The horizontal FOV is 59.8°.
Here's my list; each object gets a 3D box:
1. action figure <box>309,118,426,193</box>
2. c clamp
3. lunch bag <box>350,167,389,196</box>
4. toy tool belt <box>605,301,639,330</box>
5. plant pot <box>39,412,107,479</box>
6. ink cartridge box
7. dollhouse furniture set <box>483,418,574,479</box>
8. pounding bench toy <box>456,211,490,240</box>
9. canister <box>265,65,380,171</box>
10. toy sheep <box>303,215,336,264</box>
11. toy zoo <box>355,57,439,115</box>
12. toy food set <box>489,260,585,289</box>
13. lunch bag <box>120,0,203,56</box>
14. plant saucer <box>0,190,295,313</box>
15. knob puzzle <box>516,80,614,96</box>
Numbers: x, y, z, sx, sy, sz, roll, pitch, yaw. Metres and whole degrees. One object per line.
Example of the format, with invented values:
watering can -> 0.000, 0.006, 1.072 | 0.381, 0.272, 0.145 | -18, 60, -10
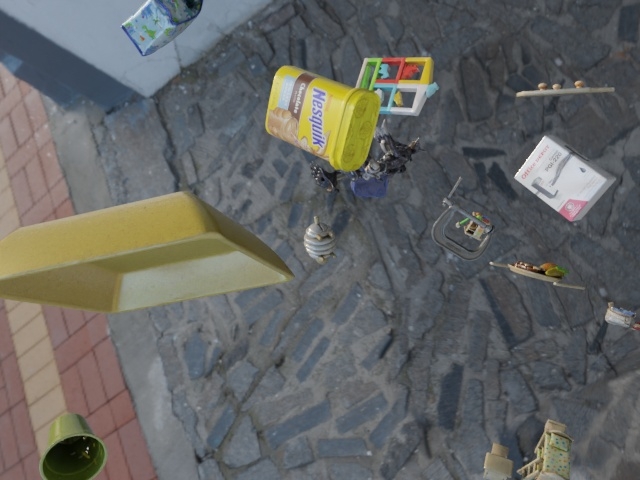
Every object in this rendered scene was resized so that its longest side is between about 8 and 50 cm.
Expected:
action figure -> 0.116, -0.200, 1.263 | 0.164, 0.276, 0.140 | -37, 77, 52
c clamp -> 0.303, -0.032, 1.156 | 0.137, 0.161, 0.022 | -51, 22, 8
lunch bag -> 0.128, -0.151, 1.420 | 0.099, 0.065, 0.067 | 4, 109, -6
toy tool belt -> 0.751, 0.185, 1.371 | 0.083, 0.052, 0.051 | 16, 78, 27
plant pot -> -0.346, 0.282, 0.771 | 0.079, 0.083, 0.083 | 29, 93, 56
ink cartridge box -> 0.706, -0.183, 1.619 | 0.218, 0.092, 0.158 | 47, 125, 28
dollhouse furniture set -> 0.449, 0.433, 1.196 | 0.161, 0.101, 0.182 | 15, 42, 16
pounding bench toy -> 0.454, -0.052, 1.654 | 0.083, 0.052, 0.065 | 25, 116, 0
canister -> -0.001, -0.197, 0.883 | 0.170, 0.073, 0.126 | 29, 118, 31
toy sheep -> 0.000, 0.000, 1.386 | 0.091, 0.091, 0.132 | 11, 118, 28
toy zoo -> 0.249, -0.504, 1.814 | 0.293, 0.030, 0.192 | 12, 81, 34
toy food set -> 0.503, 0.065, 1.293 | 0.192, 0.132, 0.038 | 21, 100, 51
lunch bag -> -0.335, -0.486, 1.213 | 0.129, 0.151, 0.096 | -23, 108, 34
plant saucer -> -0.236, 0.024, 0.769 | 0.333, 0.333, 0.080 | -11, 76, 10
knob puzzle -> 0.555, -0.359, 1.315 | 0.213, 0.213, 0.029 | 4, 104, 27
